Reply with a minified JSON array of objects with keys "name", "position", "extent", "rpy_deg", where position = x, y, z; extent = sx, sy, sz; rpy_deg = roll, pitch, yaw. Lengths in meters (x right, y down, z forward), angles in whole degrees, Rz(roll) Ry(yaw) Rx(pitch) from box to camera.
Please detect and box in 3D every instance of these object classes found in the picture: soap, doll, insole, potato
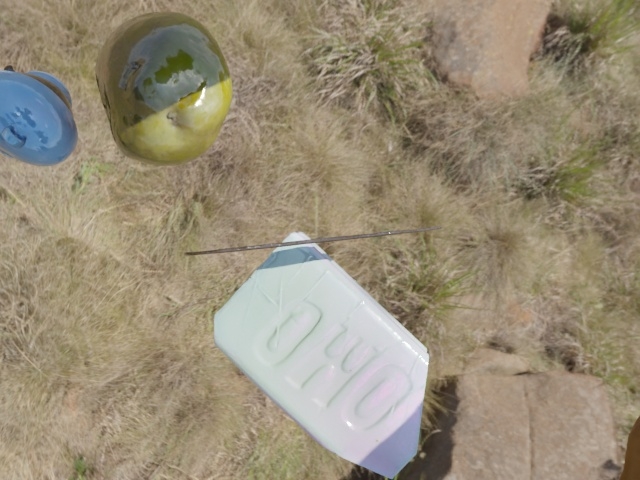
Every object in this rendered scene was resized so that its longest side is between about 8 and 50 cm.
[{"name":"soap","position":[0.020,0.175,0.778],"extent":[0.347,0.115,0.208],"rpy_deg":[44,94,0]},{"name":"doll","position":[-0.523,-0.227,0.929],"extent":[0.141,0.314,0.177],"rpy_deg":[-39,121,3]},{"name":"insole","position":[0.000,0.000,0.630],"extent":[0.327,0.111,0.007],"rpy_deg":[-6,89,-21]},{"name":"potato","position":[-0.169,-0.167,0.568],"extent":[0.136,0.200,0.155],"rpy_deg":[-19,119,-9]}]

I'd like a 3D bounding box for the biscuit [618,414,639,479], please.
[{"name":"biscuit","position":[0.418,0.279,0.419],"extent":[0.062,0.365,0.386],"rpy_deg":[26,59,-16]}]
